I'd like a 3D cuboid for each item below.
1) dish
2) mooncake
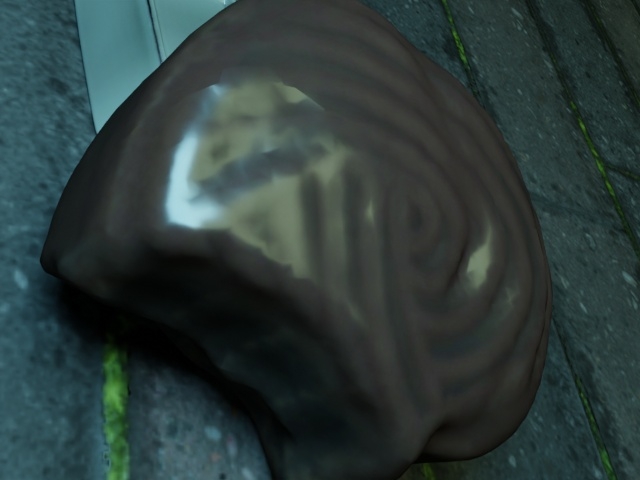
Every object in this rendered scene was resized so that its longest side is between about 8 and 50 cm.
[{"bbox_3d":[-0.120,-0.175,0.629,0.154,0.064,0.234,5,56,-39],"label":"dish"},{"bbox_3d":[0.000,0.000,0.487,0.334,0.174,0.326,-13,83,-44],"label":"mooncake"}]
